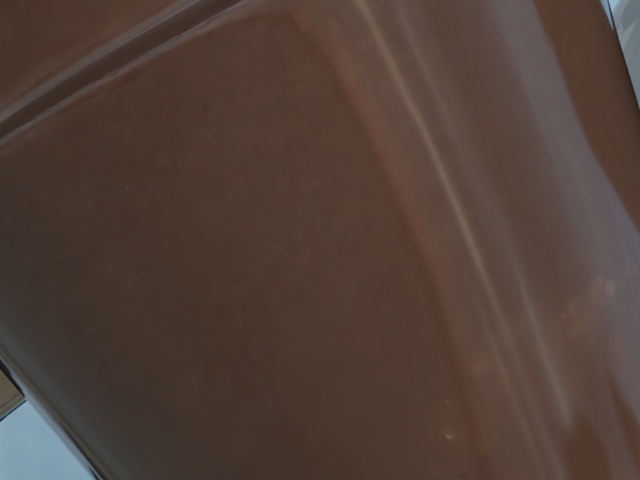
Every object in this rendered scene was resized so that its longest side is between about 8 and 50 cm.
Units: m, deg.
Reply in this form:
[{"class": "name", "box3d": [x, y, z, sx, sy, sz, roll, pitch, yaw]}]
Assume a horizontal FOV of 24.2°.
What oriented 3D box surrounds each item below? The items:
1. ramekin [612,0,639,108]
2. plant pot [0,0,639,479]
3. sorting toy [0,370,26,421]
[{"class": "ramekin", "box3d": [0.263, -0.020, 0.851, 0.277, 0.277, 0.135, -2, -128, 59]}, {"class": "plant pot", "box3d": [0.000, 0.000, 0.446, 0.263, 0.263, 0.229, -26, -88, 56]}, {"class": "sorting toy", "box3d": [-0.273, 0.146, 1.036, 0.041, 0.307, 0.229, 51, 9, -7]}]
